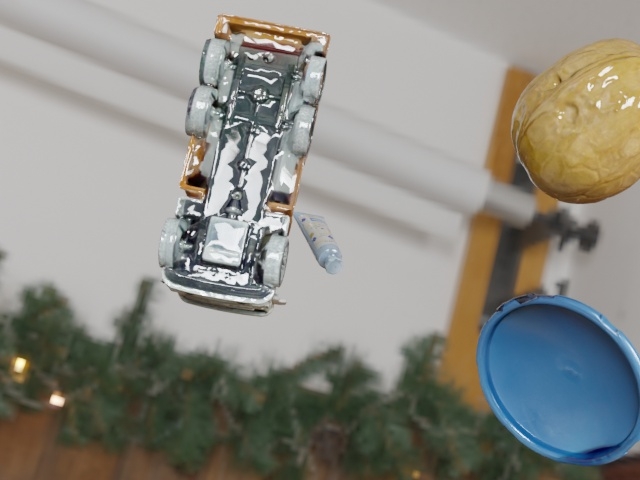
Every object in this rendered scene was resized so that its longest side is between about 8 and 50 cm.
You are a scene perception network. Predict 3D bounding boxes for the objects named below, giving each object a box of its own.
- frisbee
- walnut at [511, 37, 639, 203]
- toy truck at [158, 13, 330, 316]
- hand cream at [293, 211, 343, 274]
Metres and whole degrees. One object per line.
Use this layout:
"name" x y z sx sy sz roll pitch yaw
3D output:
"frisbee" 0.308 0.171 2.001 0.242 0.045 0.242 19 -56 30
"walnut" 0.349 -0.150 2.019 0.225 0.193 0.193 -35 -46 26
"toy truck" -0.097 -0.088 2.150 0.173 0.388 0.207 11 -16 4
"hand cream" 0.000 0.000 2.718 0.065 0.043 0.171 11 27 -25
